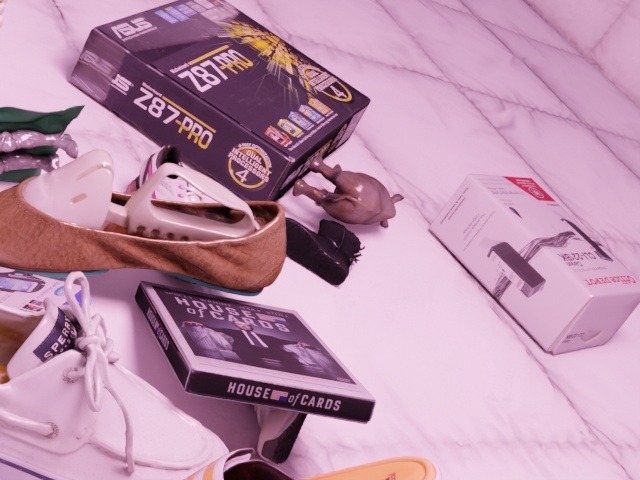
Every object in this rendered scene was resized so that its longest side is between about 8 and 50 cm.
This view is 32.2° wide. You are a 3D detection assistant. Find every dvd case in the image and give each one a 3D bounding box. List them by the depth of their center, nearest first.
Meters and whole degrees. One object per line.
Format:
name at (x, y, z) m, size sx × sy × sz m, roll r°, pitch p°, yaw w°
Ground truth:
dvd case at (-0.071, 0.103, 1.066) m, size 0.179 × 0.029 × 0.239 m, roll 13°, pitch 12°, yaw -23°

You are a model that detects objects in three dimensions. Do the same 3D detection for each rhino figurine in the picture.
rhino figurine at (0.053, -0.059, 1.537) m, size 0.106 × 0.073 × 0.243 m, roll 26°, pitch 6°, yaw 18°

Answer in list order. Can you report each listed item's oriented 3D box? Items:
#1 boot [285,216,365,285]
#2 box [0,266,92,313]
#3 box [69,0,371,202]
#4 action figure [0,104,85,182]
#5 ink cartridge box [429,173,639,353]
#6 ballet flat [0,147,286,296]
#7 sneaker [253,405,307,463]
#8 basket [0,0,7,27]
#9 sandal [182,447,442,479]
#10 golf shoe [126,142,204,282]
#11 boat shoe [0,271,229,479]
boot at (0.000, -0.001, 1.420) m, size 0.121 × 0.045 × 0.099 m, roll 39°, pitch 28°, yaw -6°
box at (-0.272, 0.055, 0.974) m, size 0.136 × 0.028 × 0.081 m, roll 14°, pitch 23°, yaw 13°
box at (-0.124, -0.215, 1.591) m, size 0.318 × 0.097 × 0.395 m, roll 33°, pitch 26°, yaw 6°
action figure at (-0.362, -0.089, 1.103) m, size 0.232 × 0.137 × 0.063 m, roll -1°, pitch 54°, yaw -37°
ink cartridge box at (0.329, 0.030, 1.664) m, size 0.197 × 0.114 × 0.273 m, roll -1°, pitch 43°, yaw -50°
ballet flat at (-0.185, -0.024, 1.100) m, size 0.343 × 0.124 × 0.116 m, roll 9°, pitch 30°, yaw -23°
sneaker at (-0.051, 0.159, 1.089) m, size 0.075 × 0.057 × 0.161 m, roll 19°, pitch 26°, yaw 6°
basket at (-0.490, -0.284, 1.007) m, size 0.331 × 0.266 × 0.328 m, roll 23°, pitch 22°, yaw 21°
sandal at (-0.044, 0.189, 0.829) m, size 0.102 × 0.265 × 0.076 m, roll -85°, pitch 155°, yaw -73°
golf shoe at (-0.161, -0.031, 1.243) m, size 0.068 × 0.086 × 0.186 m, roll 9°, pitch 38°, yaw -42°
boat shoe at (-0.215, 0.099, 0.871) m, size 0.367 × 0.156 × 0.135 m, roll 25°, pitch 27°, yaw -16°
